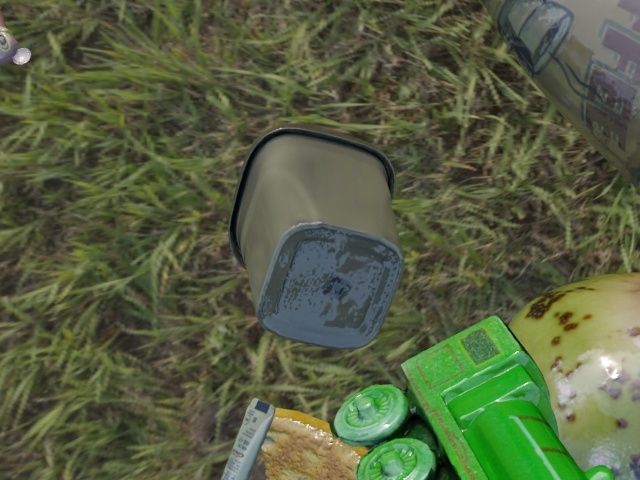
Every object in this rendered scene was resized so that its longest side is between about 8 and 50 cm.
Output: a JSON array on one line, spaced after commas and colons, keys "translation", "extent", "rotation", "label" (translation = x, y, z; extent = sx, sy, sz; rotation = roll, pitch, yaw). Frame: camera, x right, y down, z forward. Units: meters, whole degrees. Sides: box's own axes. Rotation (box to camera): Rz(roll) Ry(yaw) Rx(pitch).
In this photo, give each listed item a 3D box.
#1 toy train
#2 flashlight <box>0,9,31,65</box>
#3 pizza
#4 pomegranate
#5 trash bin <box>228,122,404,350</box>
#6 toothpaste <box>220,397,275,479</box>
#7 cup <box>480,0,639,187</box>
[{"translation": [0.084, 0.131, 0.490], "extent": [0.119, 0.251, 0.085], "rotation": [-27, 116, -1], "label": "toy train"}, {"translation": [-0.312, -0.207, 0.978], "extent": [0.052, 0.031, 0.110], "rotation": [-20, 66, -8], "label": "flashlight"}, {"translation": [-0.033, 0.455, 1.930], "extent": [0.280, 0.075, 0.288], "rotation": [30, 117, 20], "label": "pizza"}, {"translation": [0.232, 0.086, 0.704], "extent": [0.214, 0.214, 0.248], "rotation": [27, 116, 15], "label": "pomegranate"}, {"translation": [0.000, 0.000, 1.360], "extent": [0.219, 0.250, 0.219], "rotation": [12, 116, -13], "label": "trash bin"}, {"translation": [-0.121, 0.338, 1.512], "extent": [0.062, 0.037, 0.216], "rotation": [12, 79, 48], "label": "toothpaste"}, {"translation": [0.317, -0.245, 0.998], "extent": [0.257, 0.227, 0.301], "rotation": [43, 104, 7], "label": "cup"}]
